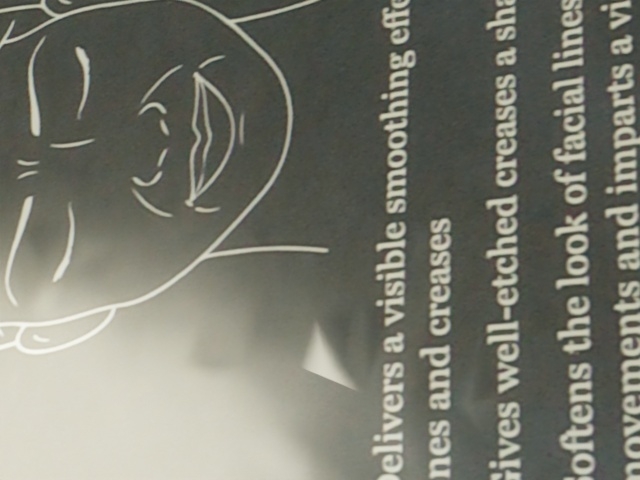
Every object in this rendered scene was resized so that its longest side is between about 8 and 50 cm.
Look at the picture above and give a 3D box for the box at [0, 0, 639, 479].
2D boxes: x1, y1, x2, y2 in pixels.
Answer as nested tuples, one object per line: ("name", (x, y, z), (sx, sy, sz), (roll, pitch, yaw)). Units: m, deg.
("box", (0.000, 0.000, 0.497), (0.395, 0.212, 0.294), (-6, 71, 26))
